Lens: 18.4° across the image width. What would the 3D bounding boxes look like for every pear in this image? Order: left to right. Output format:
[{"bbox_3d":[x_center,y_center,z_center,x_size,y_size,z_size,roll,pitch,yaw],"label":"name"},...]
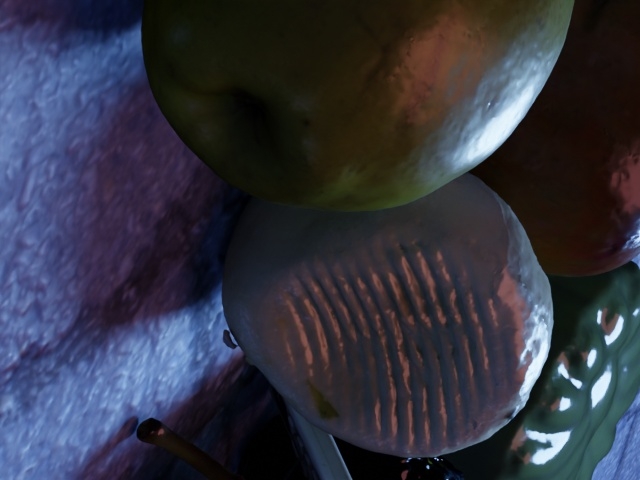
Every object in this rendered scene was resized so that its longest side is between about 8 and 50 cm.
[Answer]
[{"bbox_3d":[0.027,-0.158,1.202,0.253,0.252,0.307,94,21,-50],"label":"pear"}]

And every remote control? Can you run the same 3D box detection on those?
[{"bbox_3d":[-0.004,0.179,1.673,0.029,0.190,0.087,-21,150,-9],"label":"remote control"}]

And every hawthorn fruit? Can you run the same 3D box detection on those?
[{"bbox_3d":[0.212,-0.096,1.614,0.268,0.300,0.268,-61,174,-11],"label":"hawthorn fruit"}]

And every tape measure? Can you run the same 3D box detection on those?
[{"bbox_3d":[0.011,0.236,1.766,0.199,0.186,0.112,-56,155,3],"label":"tape measure"}]

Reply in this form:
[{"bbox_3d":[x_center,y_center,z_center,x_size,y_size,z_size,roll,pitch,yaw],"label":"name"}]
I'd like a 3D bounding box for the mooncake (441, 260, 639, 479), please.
[{"bbox_3d":[0.220,0.160,2.133,0.356,0.194,0.356,-49,158,-27],"label":"mooncake"}]

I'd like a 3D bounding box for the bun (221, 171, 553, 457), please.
[{"bbox_3d":[0.055,0.030,1.508,0.160,0.259,0.259,-71,176,-55],"label":"bun"}]

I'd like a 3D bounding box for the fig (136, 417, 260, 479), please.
[{"bbox_3d":[-0.058,0.265,1.607,0.186,0.204,0.250,-9,133,-29],"label":"fig"}]
